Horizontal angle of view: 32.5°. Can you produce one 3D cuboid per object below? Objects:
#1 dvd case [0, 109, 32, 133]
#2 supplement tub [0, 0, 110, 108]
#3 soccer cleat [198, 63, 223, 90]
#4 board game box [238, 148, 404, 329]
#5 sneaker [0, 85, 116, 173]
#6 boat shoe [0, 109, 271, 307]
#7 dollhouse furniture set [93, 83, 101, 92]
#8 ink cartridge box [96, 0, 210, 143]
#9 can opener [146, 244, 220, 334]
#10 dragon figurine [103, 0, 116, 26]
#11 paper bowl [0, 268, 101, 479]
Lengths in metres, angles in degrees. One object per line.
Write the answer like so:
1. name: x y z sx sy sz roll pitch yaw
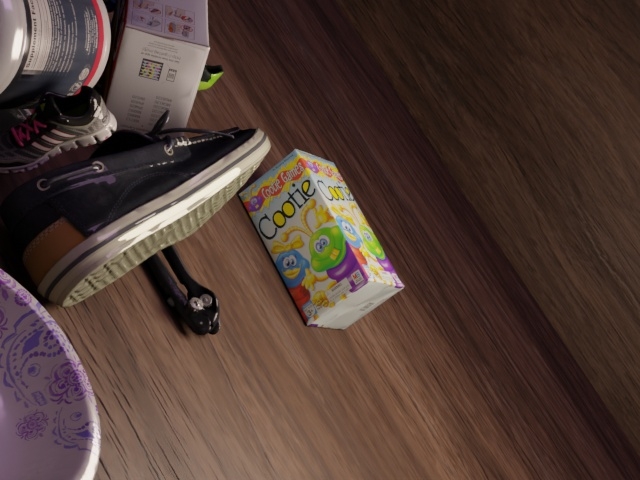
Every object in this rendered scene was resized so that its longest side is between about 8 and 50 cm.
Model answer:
1. dvd case: -0.457 -0.192 1.396 0.239 0.029 0.179 52 20 -3
2. supplement tub: -0.395 -0.251 1.310 0.191 0.191 0.272 56 21 7
3. soccer cleat: -0.255 -0.345 2.025 0.179 0.072 0.060 35 27 -41
4. board game box: 0.000 0.000 1.922 0.142 0.144 0.275 14 43 -60
5. sneaker: -0.331 -0.138 1.315 0.063 0.170 0.075 56 -19 38
6. boat shoe: -0.224 -0.075 1.446 0.156 0.187 0.500 47 34 4
7. dollhouse furniture set: -0.382 -0.238 1.645 0.076 0.058 0.152 44 2 -5
8. ink cartridge box: -0.271 -0.276 1.730 0.130 0.272 0.309 12 35 -16
9. can opener: -0.203 0.055 1.535 0.059 0.073 0.186 -32 80 -32
10. dragon figurine: -0.437 -0.468 1.808 0.289 0.085 0.144 37 26 -41
11. paper bowl: -0.338 0.148 0.931 0.284 0.148 0.284 45 22 -23
